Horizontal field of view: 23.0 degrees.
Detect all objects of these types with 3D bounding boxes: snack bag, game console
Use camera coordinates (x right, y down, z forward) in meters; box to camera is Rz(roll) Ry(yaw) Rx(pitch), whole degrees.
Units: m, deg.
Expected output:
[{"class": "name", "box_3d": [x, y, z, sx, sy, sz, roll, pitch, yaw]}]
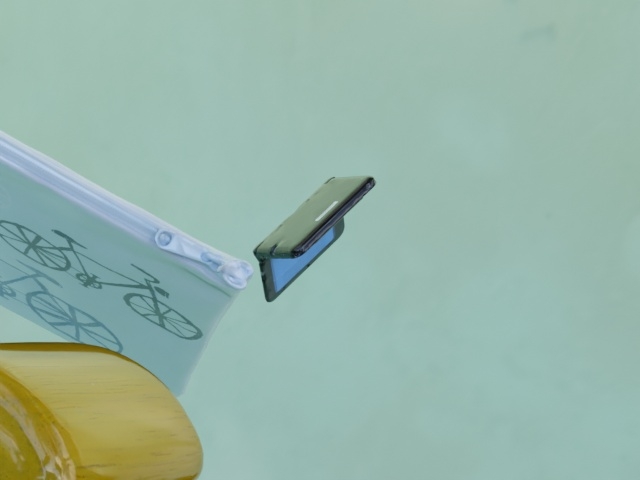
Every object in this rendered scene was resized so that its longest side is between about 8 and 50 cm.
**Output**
[{"class": "snack bag", "box_3d": [-0.218, -0.007, 1.168, 0.323, 0.342, 0.037, 30, 67, -2]}, {"class": "game console", "box_3d": [0.000, 0.000, 1.521, 0.122, 0.107, 0.071, -44, 114, -28]}]

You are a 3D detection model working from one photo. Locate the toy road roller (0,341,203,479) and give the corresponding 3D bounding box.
[{"class": "toy road roller", "box_3d": [-0.214, 0.098, 0.820, 0.240, 0.202, 0.330, -35, 73, 19]}]
